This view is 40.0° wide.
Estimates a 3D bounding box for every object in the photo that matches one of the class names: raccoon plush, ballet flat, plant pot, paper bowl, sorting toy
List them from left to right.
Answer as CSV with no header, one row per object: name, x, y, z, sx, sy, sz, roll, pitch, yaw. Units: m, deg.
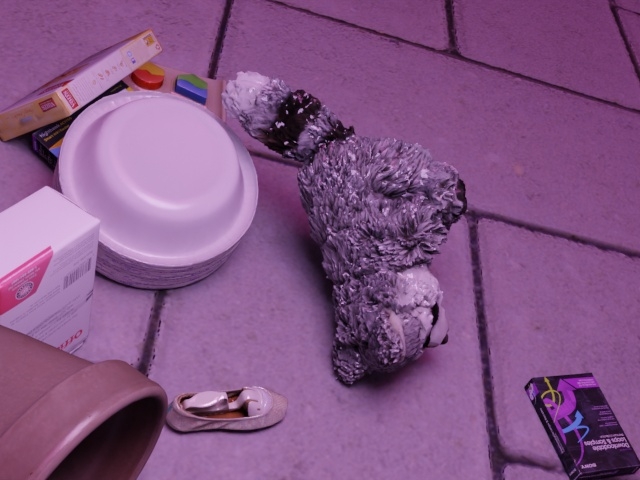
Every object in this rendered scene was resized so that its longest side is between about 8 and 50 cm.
plant pot,-0.321,0.192,0.866,0.229,0.263,0.263,32,43,13
paper bowl,-0.226,-0.086,1.241,0.284,0.148,0.284,11,59,-19
sorting toy,-0.263,-0.243,1.504,0.208,0.038,0.193,9,45,-15
ballet flat,-0.112,0.211,1.116,0.168,0.052,0.057,-4,49,-27
raccoon plush,0.000,0.000,1.240,0.446,0.216,0.299,26,62,5

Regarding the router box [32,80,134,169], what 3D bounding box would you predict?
router box,-0.330,-0.154,1.356,0.133,0.046,0.179,41,56,11

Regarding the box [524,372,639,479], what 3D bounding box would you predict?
box,0.385,0.271,1.293,0.116,0.029,0.162,-1,50,-24

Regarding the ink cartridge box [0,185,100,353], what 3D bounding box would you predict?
ink cartridge box,-0.349,0.068,1.032,0.092,0.218,0.158,31,43,16

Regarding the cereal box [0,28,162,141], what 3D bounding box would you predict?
cereal box,-0.377,-0.244,1.371,0.047,0.173,0.240,62,39,-20
